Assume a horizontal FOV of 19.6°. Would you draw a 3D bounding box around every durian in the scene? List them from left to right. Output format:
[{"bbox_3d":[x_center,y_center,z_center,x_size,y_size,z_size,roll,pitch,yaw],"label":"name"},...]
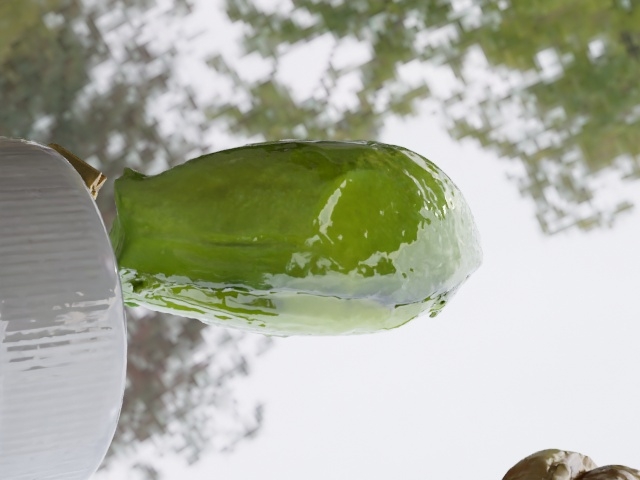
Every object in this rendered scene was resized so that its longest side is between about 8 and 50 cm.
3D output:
[{"bbox_3d":[0.000,0.000,0.964,0.250,0.101,0.139,-1,177,-37],"label":"durian"}]

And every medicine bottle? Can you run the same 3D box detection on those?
[{"bbox_3d":[-0.271,0.048,0.793,0.340,0.208,0.208,-6,-165,-36],"label":"medicine bottle"}]

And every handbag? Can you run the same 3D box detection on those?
[{"bbox_3d":[-0.230,-0.037,1.586,0.061,0.027,0.083,33,-100,22],"label":"handbag"}]

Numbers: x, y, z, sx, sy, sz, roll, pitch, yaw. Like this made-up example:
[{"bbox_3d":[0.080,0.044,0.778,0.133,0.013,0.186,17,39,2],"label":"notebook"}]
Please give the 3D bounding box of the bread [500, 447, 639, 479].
[{"bbox_3d":[0.203,0.266,1.357,0.120,0.236,0.198,-14,175,22],"label":"bread"}]
